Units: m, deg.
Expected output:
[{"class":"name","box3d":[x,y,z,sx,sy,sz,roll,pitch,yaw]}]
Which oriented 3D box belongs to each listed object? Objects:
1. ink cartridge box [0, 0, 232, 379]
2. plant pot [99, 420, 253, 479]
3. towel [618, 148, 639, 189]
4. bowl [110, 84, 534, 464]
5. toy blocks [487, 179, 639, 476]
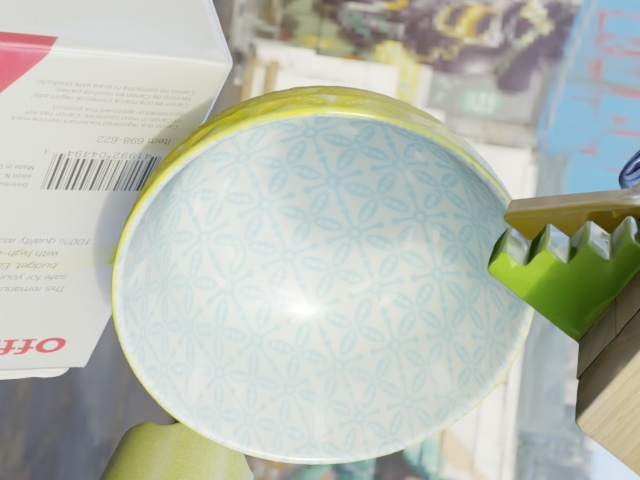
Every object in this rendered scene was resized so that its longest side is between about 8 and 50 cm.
[{"class":"ink cartridge box","box3d":[-0.272,-0.064,1.157,0.384,0.279,0.160,-58,-139,42]},{"class":"plant pot","box3d":[-0.199,0.372,1.887,0.276,0.276,0.254,97,6,-50]},{"class":"towel","box3d":[0.380,-0.049,1.233,0.040,0.243,0.336,50,4,39]},{"class":"bowl","box3d":[0.000,0.000,1.087,0.156,0.289,0.289,-94,-170,-57]},{"class":"toy blocks","box3d":[0.226,-0.036,0.622,0.261,0.191,0.381,-52,179,17]}]
